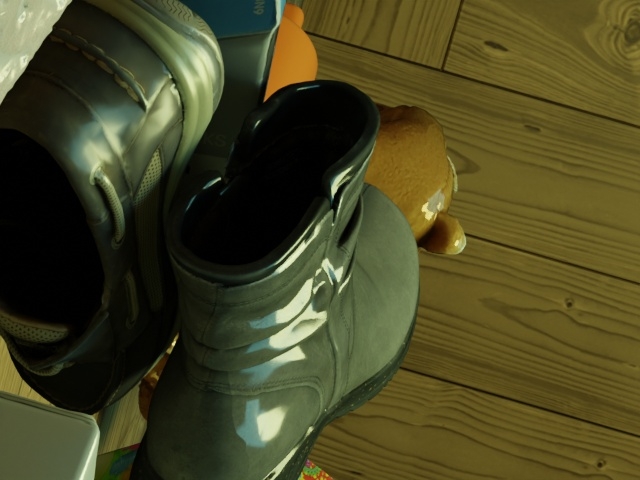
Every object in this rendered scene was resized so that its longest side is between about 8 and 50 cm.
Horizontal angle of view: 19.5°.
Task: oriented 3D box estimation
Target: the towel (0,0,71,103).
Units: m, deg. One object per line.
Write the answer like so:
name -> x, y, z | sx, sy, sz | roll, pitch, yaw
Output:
towel -> -0.102, -0.148, 0.595 | 0.317, 0.053, 0.332 | -57, 174, -17

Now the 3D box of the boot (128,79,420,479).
boot -> 0.000, 0.000, 1.071 | 0.338, 0.118, 0.222 | -62, 167, -54

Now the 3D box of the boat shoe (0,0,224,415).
boat shoe -> -0.147, -0.001, 0.998 | 0.130, 0.132, 0.355 | -51, 164, -34

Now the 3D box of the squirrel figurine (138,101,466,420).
squirrel figurine -> -0.016, 0.042, 1.848 | 0.397, 0.281, 0.370 | -50, -174, -38

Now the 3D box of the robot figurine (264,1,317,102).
robot figurine -> -0.076, -0.125, 1.687 | 0.158, 0.128, 0.219 | -20, -140, 39

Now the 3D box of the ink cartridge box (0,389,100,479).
ink cartridge box -> -0.201, 0.231, 0.866 | 0.307, 0.129, 0.223 | 104, 2, -54

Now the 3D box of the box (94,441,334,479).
box -> -0.122, 0.295, 1.160 | 0.279, 0.177, 0.290 | -20, -139, 41

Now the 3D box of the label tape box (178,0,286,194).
label tape box -> -0.076, -0.156, 1.108 | 0.347, 0.115, 0.249 | 103, -4, -54
